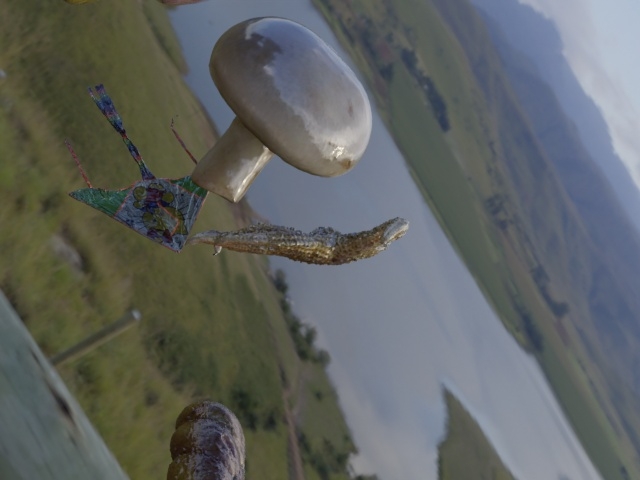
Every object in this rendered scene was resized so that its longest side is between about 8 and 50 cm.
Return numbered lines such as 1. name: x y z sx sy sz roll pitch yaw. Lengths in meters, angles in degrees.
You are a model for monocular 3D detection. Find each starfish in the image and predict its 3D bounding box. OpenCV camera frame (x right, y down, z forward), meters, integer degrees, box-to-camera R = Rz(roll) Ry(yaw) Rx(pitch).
1. starfish: 0.001 0.004 1.197 0.302 0.299 0.060 -1 87 -65

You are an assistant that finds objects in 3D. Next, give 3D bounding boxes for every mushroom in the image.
1. mushroom: -0.056 -0.133 1.014 0.207 0.215 0.207 41 8 -7

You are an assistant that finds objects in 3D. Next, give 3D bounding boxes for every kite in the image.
1. kite: -0.209 -0.090 1.067 0.244 0.198 0.006 62 -31 17

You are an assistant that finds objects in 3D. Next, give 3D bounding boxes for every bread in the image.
1. bread: -0.130 0.310 1.067 0.124 0.084 0.344 55 9 -23

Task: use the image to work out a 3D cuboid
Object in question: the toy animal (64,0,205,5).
1. toy animal: -0.167 -0.301 0.832 0.281 0.195 0.169 -12 107 -45
